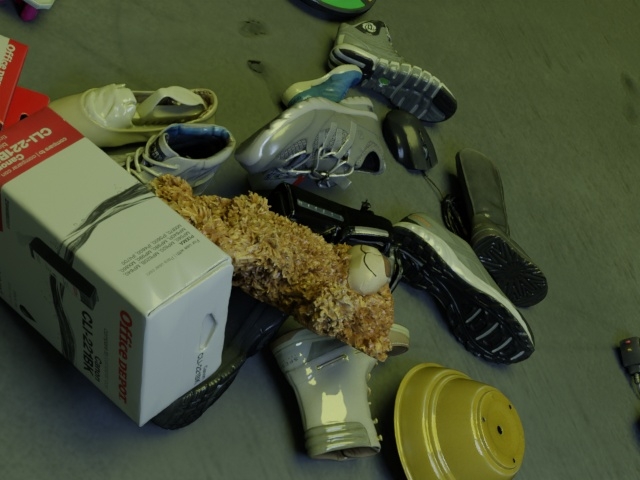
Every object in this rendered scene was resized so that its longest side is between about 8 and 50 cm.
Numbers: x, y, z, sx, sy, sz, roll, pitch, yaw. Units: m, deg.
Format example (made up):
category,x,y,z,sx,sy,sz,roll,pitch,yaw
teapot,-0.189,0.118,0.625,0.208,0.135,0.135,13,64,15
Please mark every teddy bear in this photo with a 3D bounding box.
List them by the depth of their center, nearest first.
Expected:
category,x,y,z,sx,sy,sz,roll,pitch,yaw
teddy bear,-0.042,0.017,1.276,0.338,0.113,0.245,29,3,-14

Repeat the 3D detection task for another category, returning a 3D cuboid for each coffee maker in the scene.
category,x,y,z,sx,sy,sz,roll,pitch,yaw
coffee maker,0.000,0.000,1.508,0.178,0.120,0.171,20,16,-28

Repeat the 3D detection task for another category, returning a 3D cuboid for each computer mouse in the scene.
category,x,y,z,sx,sy,sz,roll,pitch,yaw
computer mouse,0.173,-0.104,1.757,0.071,0.041,0.242,-22,75,-46

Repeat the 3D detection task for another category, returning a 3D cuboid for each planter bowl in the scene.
category,x,y,z,sx,sy,sz,roll,pitch,yaw
planter bowl,0.195,0.248,1.442,0.217,0.090,0.217,27,52,-40

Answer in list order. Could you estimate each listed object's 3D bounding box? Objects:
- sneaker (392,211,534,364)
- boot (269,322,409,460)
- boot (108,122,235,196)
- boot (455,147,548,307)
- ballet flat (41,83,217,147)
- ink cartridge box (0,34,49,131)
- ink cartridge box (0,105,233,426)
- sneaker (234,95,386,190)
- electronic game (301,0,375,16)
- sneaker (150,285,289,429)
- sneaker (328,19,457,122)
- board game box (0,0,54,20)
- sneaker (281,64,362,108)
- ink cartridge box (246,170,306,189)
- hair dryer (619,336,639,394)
category,x,y,z,sx,sy,sz,roll,pitch,yaw
sneaker,0.209,0.062,1.625,0.271,0.100,0.108,46,38,-1
boot,0.046,0.187,1.421,0.213,0.077,0.165,-1,63,-41
boot,-0.223,-0.089,1.372,0.258,0.123,0.095,-19,72,-44
boot,0.273,-0.021,1.758,0.190,0.076,0.208,51,17,-33
ballet flat,-0.235,-0.166,1.450,0.248,0.086,0.086,-6,64,-40
ink cartridge box,-0.422,-0.181,1.305,0.231,0.078,0.134,20,49,-19
ink cartridge box,-0.228,0.027,1.162,0.273,0.197,0.114,37,53,21
sneaker,0.005,-0.119,1.488,0.281,0.105,0.115,-19,80,-50
electronic game,-0.001,-0.460,1.873,0.229,0.048,0.229,21,50,-26
sneaker,-0.138,0.110,1.325,0.130,0.109,0.286,40,34,1
sneaker,0.122,-0.285,1.818,0.228,0.086,0.132,25,45,-21
board game box,-0.478,-0.515,1.535,0.390,0.050,0.390,31,45,-17
sneaker,0.021,-0.205,1.695,0.152,0.058,0.085,-24,71,-41
ink cartridge box,-0.038,-0.098,1.569,0.115,0.063,0.029,-5,64,-41
hair dryer,0.584,0.283,1.770,0.223,0.080,0.294,16,51,-30
